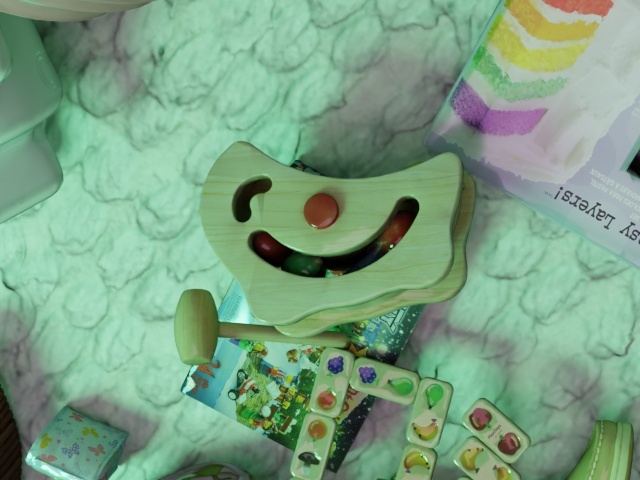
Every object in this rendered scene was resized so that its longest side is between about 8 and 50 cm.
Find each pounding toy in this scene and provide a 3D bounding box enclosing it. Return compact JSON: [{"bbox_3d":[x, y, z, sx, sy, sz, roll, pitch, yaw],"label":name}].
[{"bbox_3d":[0.000,0.000,1.351,0.270,0.155,0.154,-15,74,11],"label":"pounding toy"}]

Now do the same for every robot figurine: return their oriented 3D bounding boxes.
[{"bbox_3d":[-0.344,-0.174,1.351,0.300,0.200,0.353,-4,114,52],"label":"robot figurine"}]

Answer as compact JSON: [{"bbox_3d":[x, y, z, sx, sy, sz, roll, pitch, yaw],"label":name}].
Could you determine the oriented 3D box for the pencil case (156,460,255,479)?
[{"bbox_3d":[-0.076,0.389,1.496,0.167,0.160,0.386,-25,103,-25],"label":"pencil case"}]

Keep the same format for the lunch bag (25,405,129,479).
[{"bbox_3d":[-0.225,0.198,1.506,0.071,0.083,0.053,22,110,5],"label":"lunch bag"}]

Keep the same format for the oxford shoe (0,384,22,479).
[{"bbox_3d":[-0.354,0.260,1.538,0.130,0.123,0.348,3,107,18],"label":"oxford shoe"}]

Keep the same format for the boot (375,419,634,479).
[{"bbox_3d":[0.144,0.242,1.434,0.203,0.095,0.262,23,113,7],"label":"boot"}]

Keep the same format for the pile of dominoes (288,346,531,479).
[{"bbox_3d":[0.060,0.234,1.379,0.196,0.040,0.251,15,91,11],"label":"pile of dominoes"}]

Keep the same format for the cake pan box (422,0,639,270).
[{"bbox_3d":[0.252,-0.117,1.308,0.267,0.070,0.245,31,113,2],"label":"cake pan box"}]

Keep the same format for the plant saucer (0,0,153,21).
[{"bbox_3d":[-0.241,-0.275,1.234,0.332,0.332,0.084,36,120,0],"label":"plant saucer"}]

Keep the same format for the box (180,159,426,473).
[{"bbox_3d":[-0.004,0.068,1.436,0.159,0.044,0.233,27,111,4],"label":"box"}]
